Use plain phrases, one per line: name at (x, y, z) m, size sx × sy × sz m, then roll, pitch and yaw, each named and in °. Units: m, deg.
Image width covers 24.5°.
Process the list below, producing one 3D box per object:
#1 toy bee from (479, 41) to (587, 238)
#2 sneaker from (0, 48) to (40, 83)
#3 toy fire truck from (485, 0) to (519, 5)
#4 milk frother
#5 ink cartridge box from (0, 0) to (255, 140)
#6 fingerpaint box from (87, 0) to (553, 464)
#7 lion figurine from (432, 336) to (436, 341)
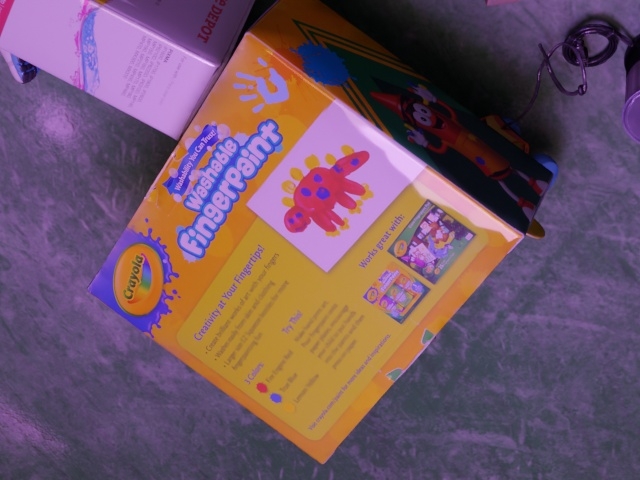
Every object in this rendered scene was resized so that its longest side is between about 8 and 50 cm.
toy bee at (0.198, -0.098, 1.797) m, size 0.195 × 0.162 × 0.298 m, roll 33°, pitch 134°, yaw 47°
sneaker at (-0.408, -0.288, 1.859) m, size 0.083 × 0.071 × 0.190 m, roll -1°, pitch 118°, yaw 22°
toy fire truck at (0.154, -0.360, 1.637) m, size 0.217 × 0.158 × 0.246 m, roll -1°, pitch 116°, yaw 13°
milk frother at (0.357, -0.186, 1.710) m, size 0.143 × 0.134 × 0.129 m, roll -16°, pitch 120°, yaw 23°
ink cartridge box at (-0.247, -0.282, 1.719) m, size 0.306 × 0.226 × 0.131 m, roll 29°, pitch 127°, yaw -8°
fingerpaint box at (-0.011, -0.010, 1.736) m, size 0.371 × 0.163 × 0.445 m, roll 36°, pitch 127°, yaw 0°
lion figurine at (0.000, 0.000, 1.932) m, size 0.240 × 0.142 × 0.392 m, roll -12°, pitch 120°, yaw 17°
